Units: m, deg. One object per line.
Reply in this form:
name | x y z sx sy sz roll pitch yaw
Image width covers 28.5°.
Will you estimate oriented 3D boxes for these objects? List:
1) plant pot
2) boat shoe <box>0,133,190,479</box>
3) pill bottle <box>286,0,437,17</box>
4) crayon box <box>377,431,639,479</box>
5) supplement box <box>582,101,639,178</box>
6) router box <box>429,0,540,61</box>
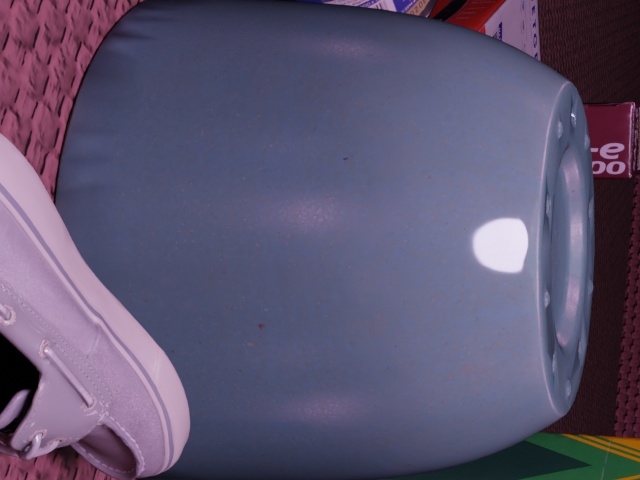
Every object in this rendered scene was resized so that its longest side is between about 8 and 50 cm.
plant pot | 0.028 0.002 0.718 0.293 0.235 0.293 1 90 -70
boat shoe | -0.131 0.047 0.537 0.081 0.079 0.227 -62 143 -34
pill bottle | -0.006 -0.219 0.773 0.219 0.123 0.122 61 36 -54
crayon box | 0.183 0.338 1.041 0.106 0.313 0.363 -48 135 -60
supplement box | 0.257 -0.099 1.237 0.239 0.130 0.073 -11 102 -68
router box | 0.163 -0.085 1.292 0.301 0.082 0.335 -50 137 -59
